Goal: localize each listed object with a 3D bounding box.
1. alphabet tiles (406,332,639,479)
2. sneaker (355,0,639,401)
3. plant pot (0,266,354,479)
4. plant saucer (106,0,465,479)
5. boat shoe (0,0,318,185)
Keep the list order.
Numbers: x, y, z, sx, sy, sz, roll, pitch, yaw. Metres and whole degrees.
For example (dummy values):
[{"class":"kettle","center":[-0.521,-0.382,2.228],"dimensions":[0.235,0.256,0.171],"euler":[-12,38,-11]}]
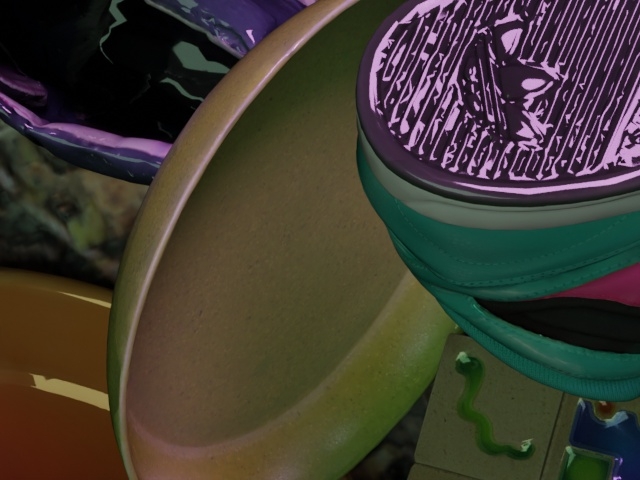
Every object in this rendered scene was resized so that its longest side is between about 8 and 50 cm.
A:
[{"class":"alphabet tiles","center":[0.148,0.176,0.706],"dimensions":[0.285,0.011,0.342],"euler":[12,81,26]},{"class":"sneaker","center":[0.157,-0.016,0.664],"dimensions":[0.296,0.178,0.123],"euler":[0,68,-2]},{"class":"plant pot","center":[-0.141,0.179,0.778],"dimensions":[0.291,0.291,0.203],"euler":[25,126,10]},{"class":"plant saucer","center":[0.000,0.000,0.703],"dimensions":[0.037,0.241,0.241],"euler":[31,112,30]},{"class":"boat shoe","center":[-0.139,-0.123,0.746],"dimensions":[0.341,0.158,0.127],"euler":[20,109,12]}]
